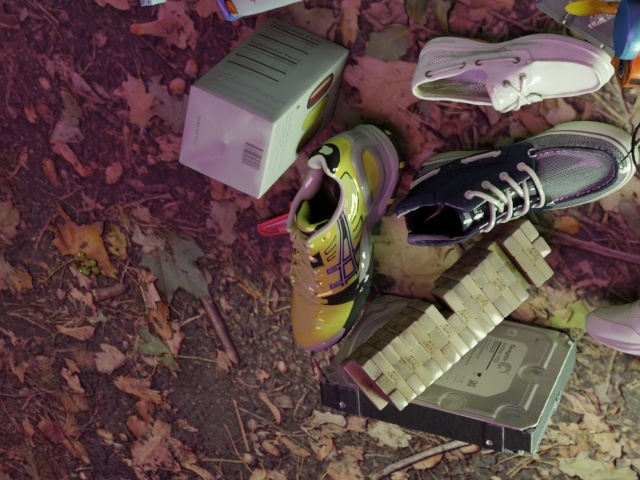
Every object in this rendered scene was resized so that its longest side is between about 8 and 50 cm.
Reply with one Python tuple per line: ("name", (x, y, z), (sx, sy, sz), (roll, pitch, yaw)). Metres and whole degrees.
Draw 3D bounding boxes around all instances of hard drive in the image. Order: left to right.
("hard drive", (0.198, 0.198, 1.949), (0.339, 0.237, 0.064), (13, 129, 22))

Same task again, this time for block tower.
("block tower", (0.188, 0.108, 1.839), (0.091, 0.335, 0.097), (51, 173, -11))

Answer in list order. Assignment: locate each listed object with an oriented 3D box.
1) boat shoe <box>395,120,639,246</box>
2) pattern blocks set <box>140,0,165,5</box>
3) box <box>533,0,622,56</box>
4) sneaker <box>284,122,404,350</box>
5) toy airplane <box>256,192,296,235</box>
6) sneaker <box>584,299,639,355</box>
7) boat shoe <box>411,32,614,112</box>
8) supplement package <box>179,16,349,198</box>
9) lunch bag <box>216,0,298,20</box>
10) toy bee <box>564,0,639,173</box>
("boat shoe", (0.267, -0.065, 1.778), (0.341, 0.158, 0.127), (-11, 115, 35))
("pattern blocks set", (-0.221, -0.482, 1.680), (0.026, 0.285, 0.324), (-3, 115, 19))
("box", (0.401, -0.340, 1.578), (0.183, 0.056, 0.231), (34, 132, 4))
("sneaker", (0.000, 0.000, 1.935), (0.145, 0.147, 0.384), (34, 123, 37))
("toy airplane", (-0.021, -0.014, 2.062), (0.151, 0.028, 0.151), (8, 122, 14))
("sneaker", (0.521, 0.083, 1.792), (0.305, 0.114, 0.152), (-6, 105, 28))
("boat shoe", (0.253, -0.213, 1.711), (0.277, 0.096, 0.098), (4, 143, 31))
("supplement package", (-0.078, -0.195, 1.822), (0.134, 0.244, 0.139), (25, 131, 13))
("lunch bag", (-0.046, -0.495, 1.560), (0.328, 0.239, 0.385), (0, 115, 53))
("toy bee", (0.382, -0.247, 1.528), (0.195, 0.162, 0.298), (23, 100, -7))
